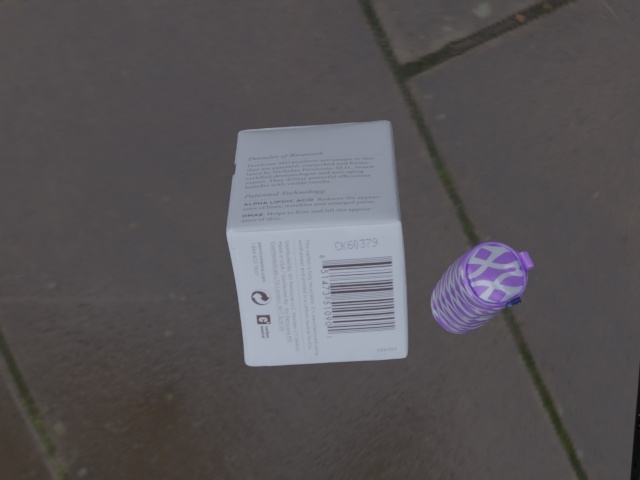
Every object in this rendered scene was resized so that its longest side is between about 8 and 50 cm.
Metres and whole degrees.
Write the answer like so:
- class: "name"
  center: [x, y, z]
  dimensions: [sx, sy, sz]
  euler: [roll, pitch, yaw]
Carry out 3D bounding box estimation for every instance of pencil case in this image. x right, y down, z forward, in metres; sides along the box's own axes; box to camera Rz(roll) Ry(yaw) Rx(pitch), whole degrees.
- class: "pencil case"
  center: [0.196, 0.058, 1.682]
  dimensions: [0.088, 0.206, 0.086]
  euler: [-29, 83, -14]

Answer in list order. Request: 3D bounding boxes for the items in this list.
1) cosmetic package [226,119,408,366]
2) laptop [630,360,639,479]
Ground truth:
- class: "cosmetic package"
  center: [0.000, 0.000, 1.257]
  dimensions: [0.151, 0.183, 0.151]
  euler: [-4, 122, 2]
- class: "laptop"
  center: [0.523, 0.216, 1.440]
  dimensions: [0.236, 0.382, 0.408]
  euler: [23, 134, 35]
